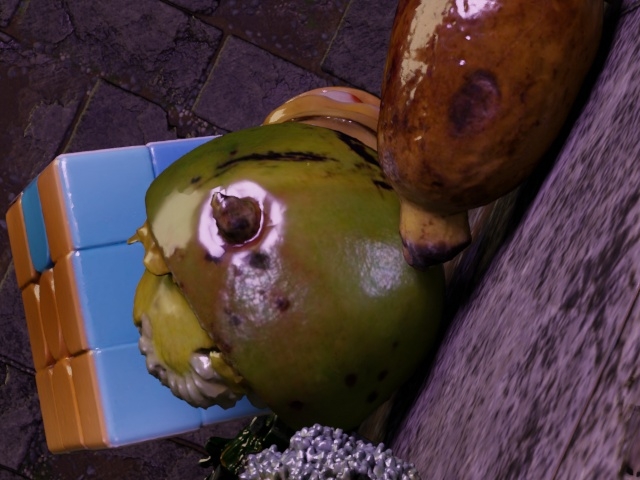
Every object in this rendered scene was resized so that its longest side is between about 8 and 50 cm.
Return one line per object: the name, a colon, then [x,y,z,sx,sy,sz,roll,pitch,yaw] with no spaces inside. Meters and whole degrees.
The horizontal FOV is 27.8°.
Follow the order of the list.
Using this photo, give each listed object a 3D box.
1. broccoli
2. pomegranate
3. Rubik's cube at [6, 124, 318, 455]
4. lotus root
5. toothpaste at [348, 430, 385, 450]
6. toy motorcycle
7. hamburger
broccoli: [0.001,0.205,0.709,0.122,0.118,0.204,9,89,58]
pomegranate: [-0.013,0.036,1.074,0.260,0.260,0.341,-65,-24,3]
Rubik's cube: [-0.150,0.058,1.382,0.291,0.290,0.291,156,105,-65]
lotus root: [0.115,-0.125,0.914,0.169,0.141,0.314,-51,-18,-80]
toothpaste: [0.017,0.210,0.973,0.046,0.034,0.164,-60,3,26]
toy motorcycle: [-0.091,0.301,1.652,0.187,0.125,0.274,-55,5,17]
hamburger: [0.015,-0.101,1.880,0.237,0.276,0.276,-72,7,-62]
